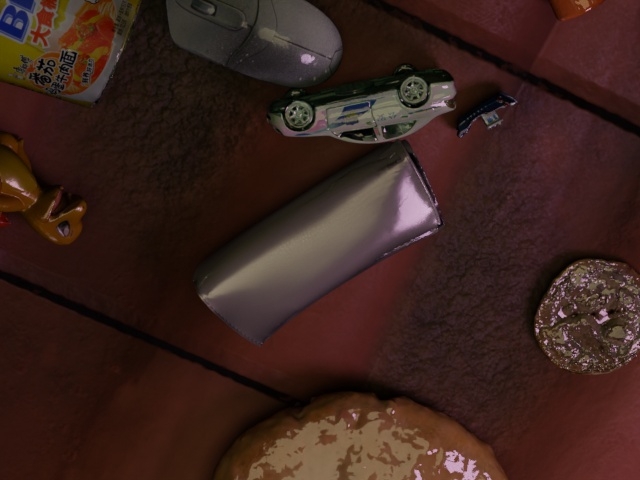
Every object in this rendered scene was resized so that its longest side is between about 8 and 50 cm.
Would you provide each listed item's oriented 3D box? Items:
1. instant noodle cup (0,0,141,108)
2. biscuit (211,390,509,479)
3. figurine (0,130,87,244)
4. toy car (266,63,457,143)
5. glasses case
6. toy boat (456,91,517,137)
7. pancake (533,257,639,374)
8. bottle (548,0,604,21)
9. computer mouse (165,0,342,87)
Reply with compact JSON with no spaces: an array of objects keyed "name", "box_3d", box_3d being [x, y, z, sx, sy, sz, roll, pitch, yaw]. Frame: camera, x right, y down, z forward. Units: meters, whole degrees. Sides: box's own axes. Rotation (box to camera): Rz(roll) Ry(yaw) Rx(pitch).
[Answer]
[{"name":"instant noodle cup","box_3d":[-0.293,-0.250,1.572,0.153,0.205,0.205,20,104,-17]},{"name":"biscuit","box_3d":[0.050,0.407,1.807,0.430,0.104,0.446,12,105,-5]},{"name":"figurine","box_3d":[-0.367,-0.048,1.680,0.176,0.121,0.122,35,130,-21]},{"name":"toy car","box_3d":[0.049,-0.154,1.660,0.224,0.090,0.076,-12,108,1]},{"name":"glasses case","box_3d":[0.001,0.002,1.706,0.308,0.083,0.128,-32,110,6]},{"name":"toy boat","box_3d":[0.200,-0.149,1.694,0.083,0.038,0.038,-33,104,6]},{"name":"pancake","box_3d":[0.345,0.095,1.774,0.158,0.028,0.158,0,103,0]},{"name":"bottle","box_3d":[0.267,-0.350,1.625,0.069,0.069,0.187,-26,104,5]},{"name":"computer mouse","box_3d":[-0.081,-0.250,1.630,0.229,0.068,0.113,21,96,-4]}]
